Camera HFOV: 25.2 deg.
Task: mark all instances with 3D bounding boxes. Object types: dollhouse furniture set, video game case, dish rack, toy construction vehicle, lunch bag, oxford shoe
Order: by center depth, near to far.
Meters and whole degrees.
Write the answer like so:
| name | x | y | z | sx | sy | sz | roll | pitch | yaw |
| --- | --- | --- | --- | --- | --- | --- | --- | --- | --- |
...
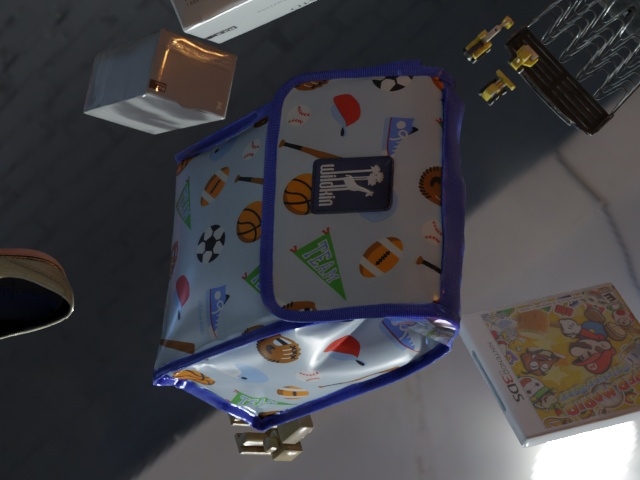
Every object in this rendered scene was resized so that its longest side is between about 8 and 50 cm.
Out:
| name | x | y | z | sx | sy | sz | roll | pitch | yaw |
| --- | --- | --- | --- | --- | --- | --- | --- | --- | --- |
| lunch bag | 0.000 | 0.000 | 1.636 | 0.385 | 0.239 | 0.327 | -22 | -126 | 40 |
| video game case | 0.312 | 0.151 | 1.795 | 0.026 | 0.227 | 0.206 | 97 | -25 | -44 |
| toy construction vehicle | 0.237 | -0.241 | 1.903 | 0.098 | 0.086 | 0.035 | -37 | 170 | -11 |
| oxford shoe | -0.537 | 0.079 | 1.991 | 0.146 | 0.397 | 0.140 | -151 | -124 | -64 |
| dish rack | 0.401 | -0.286 | 2.091 | 0.271 | 0.208 | 0.074 | -42 | 177 | -35 |
| dollhouse furniture set | -0.040 | 0.255 | 2.133 | 0.151 | 0.123 | 0.144 | -45 | -130 | 37 |

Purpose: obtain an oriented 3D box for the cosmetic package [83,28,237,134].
| name | x | y | z | sx | sy | sz | roll | pitch | yaw |
| --- | --- | --- | --- | --- | --- | --- | --- | --- | --- |
| cosmetic package | -0.230 | -0.220 | 2.029 | 0.238 | 0.127 | 0.107 | -7 | -110 | 57 |

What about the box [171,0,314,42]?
| name | x | y | z | sx | sy | sz | roll | pitch | yaw |
| --- | --- | --- | --- | --- | --- | --- | --- | --- | --- |
| box | -0.056 | -0.286 | 1.205 | 0.181 | 0.182 | 0.119 | -24 | 179 | 11 |
